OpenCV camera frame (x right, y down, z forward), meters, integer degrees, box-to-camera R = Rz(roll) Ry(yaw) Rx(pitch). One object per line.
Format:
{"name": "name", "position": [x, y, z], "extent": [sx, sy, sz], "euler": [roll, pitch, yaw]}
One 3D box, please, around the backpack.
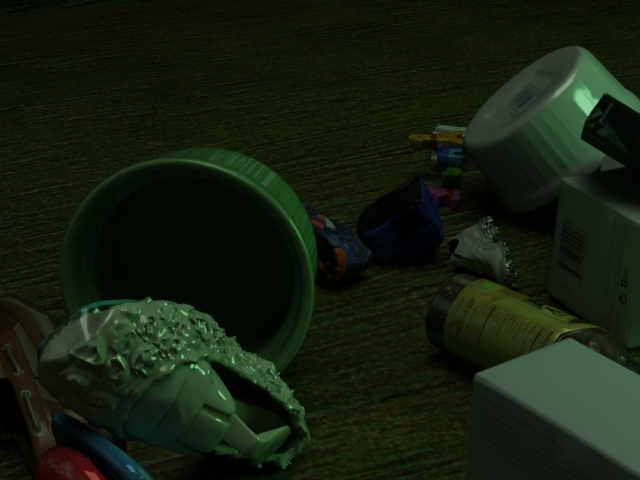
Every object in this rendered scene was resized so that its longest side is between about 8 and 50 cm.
{"name": "backpack", "position": [0.119, -0.018, 1.842], "extent": [0.120, 0.101, 0.098], "euler": [-28, 16, 14]}

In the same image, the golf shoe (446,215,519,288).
{"name": "golf shoe", "position": [0.235, 0.031, 1.800], "extent": [0.086, 0.069, 0.176], "euler": [-20, 23, 2]}

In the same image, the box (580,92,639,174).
{"name": "box", "position": [0.495, -0.080, 1.645], "extent": [0.322, 0.058, 0.232], "euler": [32, 7, 9]}

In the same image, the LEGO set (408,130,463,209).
{"name": "LEGO set", "position": [0.195, -0.138, 2.115], "extent": [0.093, 0.087, 0.227], "euler": [4, 24, 6]}

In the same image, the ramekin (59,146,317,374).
{"name": "ramekin", "position": [-0.146, 0.032, 1.496], "extent": [0.303, 0.303, 0.148], "euler": [5, 17, 8]}

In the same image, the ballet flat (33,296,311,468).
{"name": "ballet flat", "position": [-0.114, 0.156, 1.231], "extent": [0.147, 0.147, 0.409], "euler": [14, -7, 26]}

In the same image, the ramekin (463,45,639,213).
{"name": "ramekin", "position": [0.362, -0.186, 1.990], "extent": [0.277, 0.135, 0.277], "euler": [-39, 16, 13]}

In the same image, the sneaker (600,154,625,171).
{"name": "sneaker", "position": [0.525, -0.085, 1.826], "extent": [0.212, 0.080, 0.094], "euler": [27, 14, 30]}

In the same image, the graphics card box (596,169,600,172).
{"name": "graphics card box", "position": [0.514, -0.080, 1.995], "extent": [0.232, 0.094, 0.371], "euler": [4, 24, 5]}

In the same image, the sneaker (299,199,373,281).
{"name": "sneaker", "position": [0.000, 0.000, 1.838], "extent": [0.087, 0.083, 0.221], "euler": [2, 27, -32]}

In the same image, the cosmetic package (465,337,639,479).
{"name": "cosmetic package", "position": [0.253, 0.243, 1.125], "extent": [0.138, 0.225, 0.224], "euler": [-17, 31, -33]}

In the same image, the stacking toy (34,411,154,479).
{"name": "stacking toy", "position": [-0.281, 0.306, 1.090], "extent": [0.302, 0.175, 0.165], "euler": [-31, 35, -31]}

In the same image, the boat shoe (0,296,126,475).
{"name": "boat shoe", "position": [-0.340, 0.163, 1.404], "extent": [0.120, 0.123, 0.324], "euler": [-19, 31, -31]}

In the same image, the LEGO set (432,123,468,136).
{"name": "LEGO set", "position": [0.330, -0.206, 2.250], "extent": [0.244, 0.060, 0.182], "euler": [7, 9, 8]}

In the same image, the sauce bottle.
{"name": "sauce bottle", "position": [0.286, 0.142, 1.488], "extent": [0.344, 0.111, 0.111], "euler": [25, 34, 39]}

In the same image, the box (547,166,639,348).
{"name": "box", "position": [0.412, 0.020, 1.667], "extent": [0.119, 0.181, 0.182], "euler": [-11, 28, -25]}
